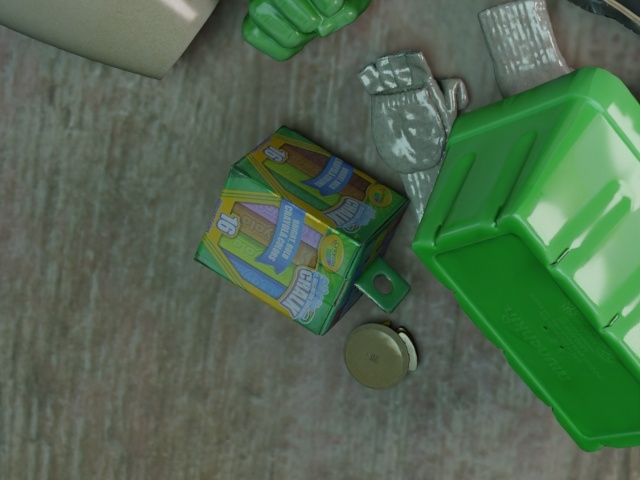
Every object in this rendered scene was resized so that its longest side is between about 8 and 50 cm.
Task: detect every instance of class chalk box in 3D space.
[{"bbox_3d":[0.000,0.000,1.901,0.213,0.132,0.132,30,122,10],"label":"chalk box"}]

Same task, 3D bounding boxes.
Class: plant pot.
[{"bbox_3d":[-0.244,-0.300,1.889,0.274,0.256,0.256,35,111,-10],"label":"plant pot"}]

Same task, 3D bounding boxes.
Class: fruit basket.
[{"bbox_3d":[0.326,-0.026,1.756,0.283,0.392,0.392,-18,97,55],"label":"fruit basket"}]

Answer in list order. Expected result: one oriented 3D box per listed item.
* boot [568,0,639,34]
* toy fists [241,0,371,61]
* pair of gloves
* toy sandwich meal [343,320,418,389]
[{"bbox_3d":[0.341,-0.269,1.775,0.198,0.077,0.137,27,104,10],"label":"boot"},{"bbox_3d":[0.039,-0.280,1.832,0.279,0.142,0.096,-31,91,22],"label":"toy fists"},{"bbox_3d":[0.170,-0.131,1.876,0.240,0.042,0.204,-22,100,27],"label":"pair of gloves"},{"bbox_3d":[0.066,0.125,1.975,0.086,0.029,0.085,6,107,21],"label":"toy sandwich meal"}]
